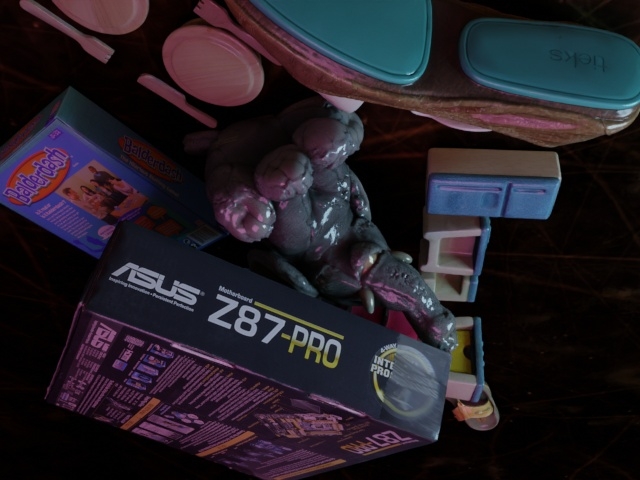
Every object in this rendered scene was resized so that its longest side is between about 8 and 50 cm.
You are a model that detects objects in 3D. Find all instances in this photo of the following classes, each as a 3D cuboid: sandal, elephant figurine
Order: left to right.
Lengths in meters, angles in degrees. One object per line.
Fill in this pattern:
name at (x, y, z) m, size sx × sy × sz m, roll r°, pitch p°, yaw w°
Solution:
elephant figurine at (0.000, 0.000, 0.675) m, size 0.170 × 0.186 × 0.239 m, roll -24°, pitch 126°, yaw 12°
sandal at (0.222, 0.248, 1.061) m, size 0.072 × 0.049 × 0.180 m, roll -14°, pitch 138°, yaw 23°

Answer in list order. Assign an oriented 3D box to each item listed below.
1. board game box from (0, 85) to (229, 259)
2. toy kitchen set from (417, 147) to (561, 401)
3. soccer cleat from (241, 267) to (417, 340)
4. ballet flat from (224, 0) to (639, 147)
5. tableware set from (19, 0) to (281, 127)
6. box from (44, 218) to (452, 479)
board game box at (-0.221, -0.046, 0.749) m, size 0.160 × 0.047 × 0.210 m, roll -25°, pitch 133°, yaw 34°
toy kitchen set at (0.161, 0.040, 0.710) m, size 0.122 × 0.166 × 0.207 m, roll 2°, pitch 142°, yaw 6°
soccer cleat at (-0.042, 0.088, 0.866) m, size 0.332 × 0.115 × 0.143 m, roll 6°, pitch 161°, yaw 0°
ballet flat at (0.078, -0.139, 0.562) m, size 0.343 × 0.116 × 0.124 m, roll 10°, pitch 161°, yaw -11°
tableware set at (-0.128, -0.178, 0.576) m, size 0.194 × 0.039 × 0.128 m, roll 31°, pitch 144°, yaw -24°
box at (-0.105, 0.148, 0.744) m, size 0.319 × 0.097 × 0.395 m, roll 25°, pitch 150°, yaw -12°
